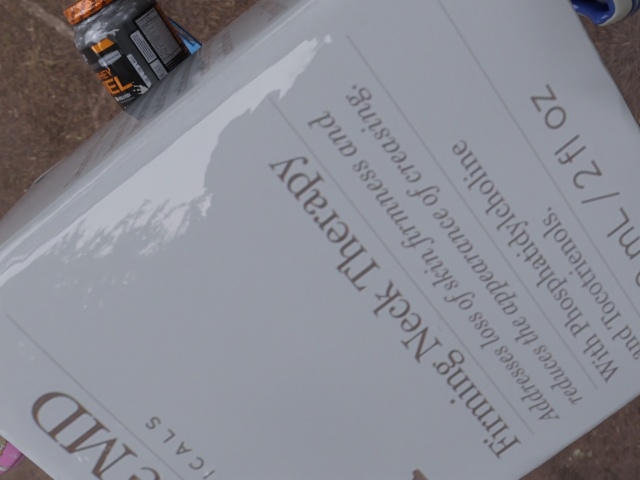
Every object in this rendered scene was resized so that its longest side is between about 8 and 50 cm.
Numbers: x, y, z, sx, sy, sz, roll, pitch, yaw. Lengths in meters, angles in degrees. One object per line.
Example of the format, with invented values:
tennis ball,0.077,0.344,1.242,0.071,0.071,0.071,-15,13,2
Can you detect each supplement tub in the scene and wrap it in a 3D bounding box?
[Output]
supplement tub,-0.228,-0.230,0.895,0.117,0.117,0.190,-19,119,27

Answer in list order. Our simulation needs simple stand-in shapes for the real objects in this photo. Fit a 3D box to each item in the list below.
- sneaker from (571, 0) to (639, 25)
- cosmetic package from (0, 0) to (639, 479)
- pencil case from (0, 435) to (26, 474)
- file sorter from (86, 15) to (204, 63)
sneaker,0.280,-0.366,0.878,0.296,0.131,0.112,38,146,29
cosmetic package,0.000,0.000,0.550,0.393,0.327,0.329,-38,111,6
pencil case,-0.507,0.146,0.789,0.160,0.386,0.167,-10,60,48
file sorter,-0.268,-0.282,1.075,0.170,0.104,0.118,29,85,48
